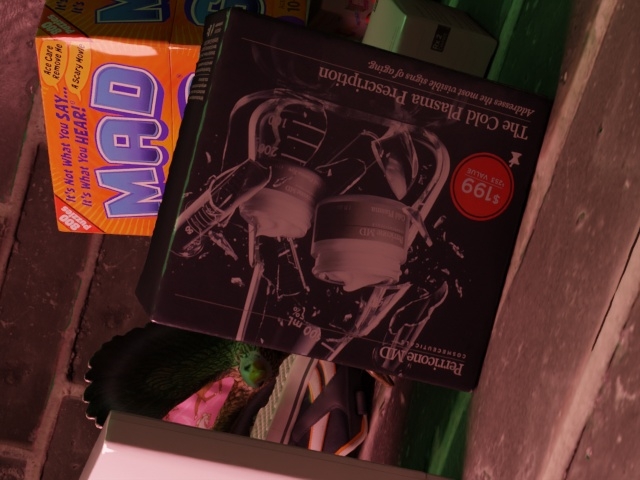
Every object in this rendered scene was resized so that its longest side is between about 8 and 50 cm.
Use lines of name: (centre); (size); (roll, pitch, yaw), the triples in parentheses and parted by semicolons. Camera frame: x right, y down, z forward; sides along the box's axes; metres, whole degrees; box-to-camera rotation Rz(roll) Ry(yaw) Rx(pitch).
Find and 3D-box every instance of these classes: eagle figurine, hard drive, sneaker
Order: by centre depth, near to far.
hard drive: (-0.068, 0.271, 1.335); (0.233, 0.353, 0.047); (122, 157, -53)
eagle figurine: (-0.104, 0.162, 1.495); (0.298, 0.226, 0.225); (-39, -26, -6)
sneaker: (-0.001, 0.196, 1.665); (0.126, 0.127, 0.321); (-34, 35, 67)

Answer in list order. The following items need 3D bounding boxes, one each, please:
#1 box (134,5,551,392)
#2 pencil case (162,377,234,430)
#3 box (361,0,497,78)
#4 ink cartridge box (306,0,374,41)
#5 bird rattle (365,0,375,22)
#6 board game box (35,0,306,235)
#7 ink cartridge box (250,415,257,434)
box: (0.017, -0.041, 1.333); (0.179, 0.343, 0.312); (-150, 74, -75)
pencil case: (-0.127, 0.122, 1.769); (0.386, 0.160, 0.167); (-46, -29, -19)
box: (0.113, -0.196, 1.584); (0.182, 0.119, 0.181); (-108, 34, -67)
ink cartridge box: (0.048, -0.352, 2.012); (0.088, 0.122, 0.052); (146, 136, -72)
bird rattle: (0.104, -0.244, 1.777); (0.253, 0.143, 0.207); (-59, 29, 14)
board game box: (-0.202, -0.252, 1.930); (0.356, 0.356, 0.356); (-88, 2, -46)
ink cartridge box: (-0.113, 0.341, 1.753); (0.333, 0.065, 0.165); (-19, -68, -74)
